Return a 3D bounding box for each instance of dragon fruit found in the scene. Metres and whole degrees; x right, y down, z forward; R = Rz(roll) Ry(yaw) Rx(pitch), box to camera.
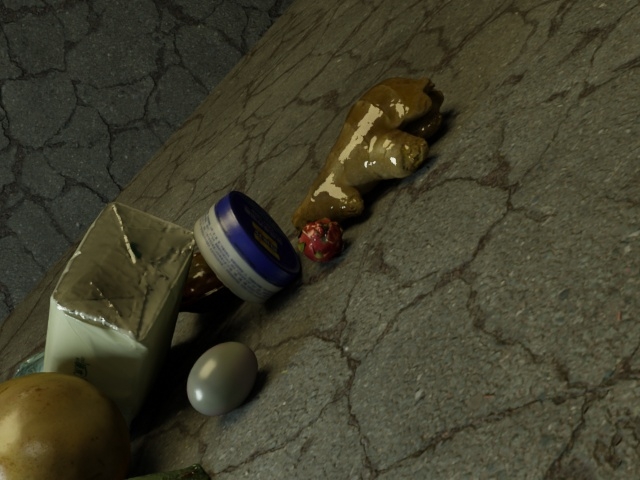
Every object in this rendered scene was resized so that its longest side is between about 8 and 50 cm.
[{"bbox_3d":[-0.002,0.000,1.812,0.116,0.086,0.081,162,109,-66],"label":"dragon fruit"}]

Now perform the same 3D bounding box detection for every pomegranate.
[{"bbox_3d":[-0.482,0.372,1.672,0.319,0.319,0.319,-39,21,18],"label":"pomegranate"}]

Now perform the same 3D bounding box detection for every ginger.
[{"bbox_3d":[0.107,-0.142,1.883,0.236,0.166,0.375,20,90,31],"label":"ginger"}]

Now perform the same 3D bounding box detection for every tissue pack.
[{"bbox_3d":[-0.389,0.165,1.877,0.380,0.207,0.297,111,179,-47],"label":"tissue pack"}]

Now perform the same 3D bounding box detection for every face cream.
[{"bbox_3d":[-0.141,0.016,1.863,0.111,0.206,0.206,-41,20,14],"label":"face cream"}]

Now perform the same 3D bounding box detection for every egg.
[{"bbox_3d":[-0.163,0.229,1.642,0.135,0.103,0.103,-51,20,-17],"label":"egg"}]

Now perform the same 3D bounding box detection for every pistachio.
[{"bbox_3d":[-0.244,0.086,2.052,0.210,0.130,0.165,2,47,53],"label":"pistachio"}]

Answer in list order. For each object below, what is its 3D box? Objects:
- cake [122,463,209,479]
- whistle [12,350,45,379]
[{"bbox_3d":[-0.319,0.417,1.496,0.283,0.172,0.158,-43,22,1],"label":"cake"},{"bbox_3d":[-0.519,0.272,2.139,0.168,0.188,0.405,-28,26,41],"label":"whistle"}]
